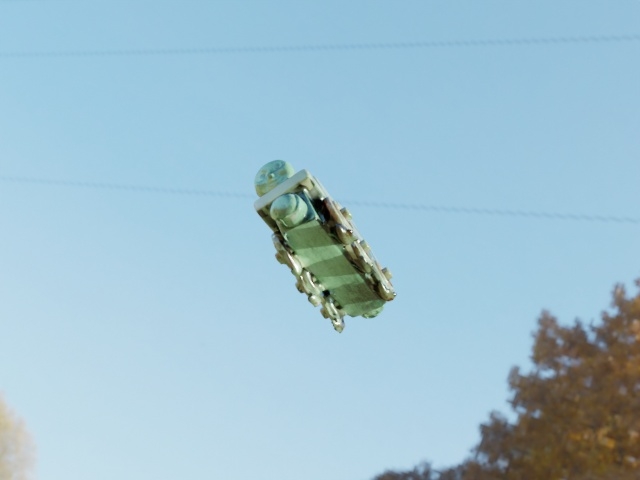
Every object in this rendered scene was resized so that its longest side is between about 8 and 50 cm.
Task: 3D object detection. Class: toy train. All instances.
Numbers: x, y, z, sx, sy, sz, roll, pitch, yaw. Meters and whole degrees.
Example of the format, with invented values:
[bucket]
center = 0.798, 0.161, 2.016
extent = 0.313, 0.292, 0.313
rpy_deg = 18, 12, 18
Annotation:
[toy train]
center = 0.000, 0.000, 1.032
extent = 0.194, 0.080, 0.125
rpy_deg = 51, 7, -48
